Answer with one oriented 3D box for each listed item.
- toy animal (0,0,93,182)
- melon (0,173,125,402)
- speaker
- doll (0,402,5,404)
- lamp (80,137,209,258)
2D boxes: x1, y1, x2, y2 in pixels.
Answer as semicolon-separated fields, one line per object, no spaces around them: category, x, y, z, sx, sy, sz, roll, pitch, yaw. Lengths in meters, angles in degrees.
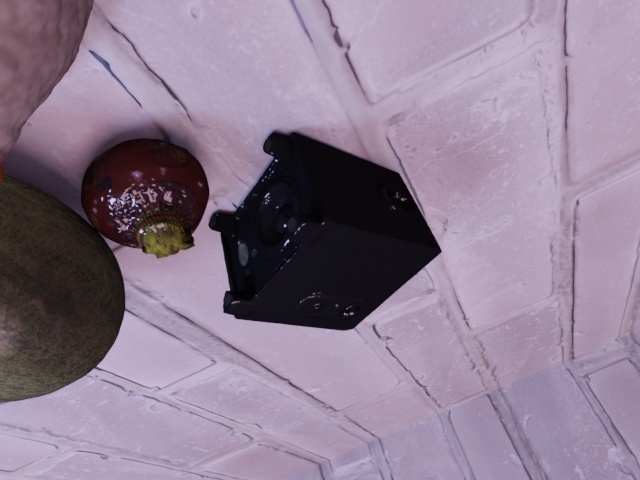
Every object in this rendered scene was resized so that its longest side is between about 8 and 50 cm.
toy animal;-0.237;-0.208;0.303;0.188;0.358;0.226;-6;180;-29
melon;-0.382;0.053;0.587;0.249;0.248;0.329;-22;140;3
speaker;0.000;0.000;0.743;0.254;0.184;0.232;14;132;-38
doll;-0.499;0.185;0.694;0.145;0.103;0.316;-39;157;15
lamp;-0.215;-0.048;0.626;0.157;0.135;0.156;16;128;-37
